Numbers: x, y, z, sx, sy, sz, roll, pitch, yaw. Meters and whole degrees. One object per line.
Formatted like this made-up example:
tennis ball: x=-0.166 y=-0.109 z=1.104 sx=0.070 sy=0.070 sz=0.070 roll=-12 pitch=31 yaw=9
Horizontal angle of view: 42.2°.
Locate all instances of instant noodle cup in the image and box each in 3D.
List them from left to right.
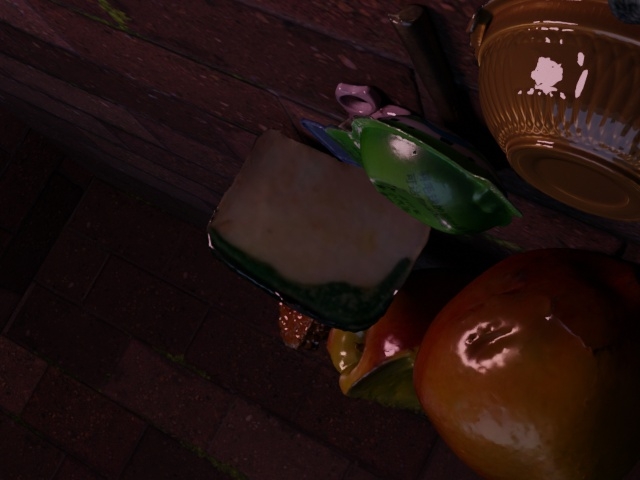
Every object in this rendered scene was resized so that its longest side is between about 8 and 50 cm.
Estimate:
instant noodle cup: x=0.221 y=-0.083 z=0.656 sx=0.274 sy=0.090 sz=0.274 roll=28 pitch=172 yaw=4

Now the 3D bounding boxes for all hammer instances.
hammer: x=0.120 y=-0.144 z=0.827 sx=0.125 sy=0.027 sz=0.297 roll=24 pitch=170 yaw=28

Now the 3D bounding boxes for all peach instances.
peach: x=0.227 y=0.170 z=1.502 sx=0.380 sy=0.306 sz=0.242 roll=20 pitch=-140 yaw=-29
peach: x=0.303 y=0.177 z=1.111 sx=0.373 sy=0.290 sz=0.372 roll=12 pitch=135 yaw=13

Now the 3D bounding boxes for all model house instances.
model house: x=0.000 y=-0.002 z=1.328 sx=0.298 sy=0.243 sz=0.284 roll=29 pitch=174 yaw=3

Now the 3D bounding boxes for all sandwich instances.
sandwich: x=-0.018 y=0.072 z=1.608 sx=0.162 sy=0.301 sz=0.250 roll=16 pitch=-170 yaw=-15

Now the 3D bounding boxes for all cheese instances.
cheese: x=0.092 y=-0.085 z=0.930 sx=0.204 sy=0.083 sz=0.320 roll=38 pitch=174 yaw=-39

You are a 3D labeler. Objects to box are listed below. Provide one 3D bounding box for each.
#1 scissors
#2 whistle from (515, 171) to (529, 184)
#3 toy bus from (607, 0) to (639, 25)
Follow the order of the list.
scissors: x=0.048 y=-0.149 z=1.029 sx=0.110 sy=0.021 sz=0.212 roll=27 pitch=172 yaw=-12
whistle: x=0.236 y=-0.072 z=0.848 sx=0.035 sy=0.035 sz=0.100 roll=34 pitch=169 yaw=-31
toy bus: x=0.267 y=-0.077 z=0.427 sx=0.121 sy=0.123 sz=0.335 roll=22 pitch=169 yaw=44
